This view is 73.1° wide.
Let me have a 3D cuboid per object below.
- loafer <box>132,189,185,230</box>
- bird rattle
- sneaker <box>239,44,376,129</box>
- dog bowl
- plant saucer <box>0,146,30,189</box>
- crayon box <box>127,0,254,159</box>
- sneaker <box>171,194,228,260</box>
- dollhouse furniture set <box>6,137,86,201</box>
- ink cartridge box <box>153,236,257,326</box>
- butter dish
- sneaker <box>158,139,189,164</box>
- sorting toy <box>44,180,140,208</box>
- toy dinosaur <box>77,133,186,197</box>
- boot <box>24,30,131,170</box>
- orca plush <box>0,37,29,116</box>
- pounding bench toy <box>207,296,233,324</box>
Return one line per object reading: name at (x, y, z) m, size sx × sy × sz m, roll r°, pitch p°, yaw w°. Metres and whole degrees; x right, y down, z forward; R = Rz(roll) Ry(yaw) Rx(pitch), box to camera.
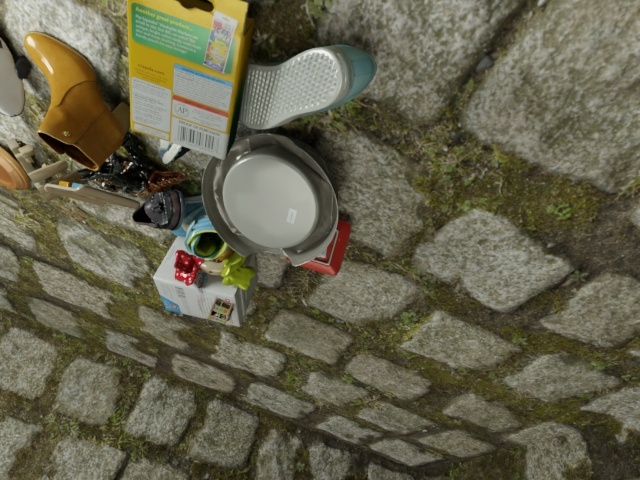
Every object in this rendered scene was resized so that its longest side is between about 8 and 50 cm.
loafer at (-0.467, -0.077, 1.237) m, size 0.095 × 0.109 × 0.302 m, roll -5°, pitch 178°, yaw -32°
bird rattle at (-0.318, 0.057, 1.328) m, size 0.253 × 0.207 × 0.143 m, roll 3°, pitch 133°, yaw 15°
sneaker at (-0.044, -0.304, 0.870) m, size 0.365 × 0.150 × 0.135 m, roll 12°, pitch 117°, yaw 44°
dog bowl at (-0.114, -0.105, 1.075) m, size 0.348 × 0.102 × 0.349 m, roll 8°, pitch 121°, yaw 13°
plant saucer at (-1.008, -0.233, 1.349) m, size 0.199 × 0.037 × 0.200 m, roll 20°, pitch 143°, yaw 16°
crayon box at (-0.246, -0.329, 0.815) m, size 0.202 × 0.083 × 0.323 m, roll 17°, pitch 136°, yaw -6°
sneaker at (-0.362, -0.027, 1.247) m, size 0.318 × 0.208 × 0.127 m, roll -17°, pitch 132°, yaw 35°
dollhouse furniture set at (-0.836, -0.237, 1.320) m, size 0.151 × 0.123 × 0.144 m, roll 41°, pitch 151°, yaw 29°
ink cartridge box at (-0.370, 0.134, 1.447) m, size 0.269 × 0.197 × 0.198 m, roll 12°, pitch 140°, yaw 5°
butter dish at (0.000, 0.000, 1.226) m, size 0.160 × 0.118 × 0.160 m, roll 17°, pitch 98°, yaw 8°
sneaker at (-0.335, -0.300, 1.018) m, size 0.122 × 0.110 × 0.283 m, roll 39°, pitch 131°, yaw -7°
sorting toy at (-0.678, -0.138, 1.290) m, size 0.208 × 0.038 × 0.193 m, roll 5°, pitch 172°, yaw 33°
toy dinosaur at (-0.519, -0.194, 1.193) m, size 0.321 × 0.165 × 0.218 m, roll -14°, pitch 152°, yaw 11°
boot at (-0.587, -0.315, 0.987) m, size 0.104 × 0.211 × 0.295 m, roll -23°, pitch 126°, yaw 38°
orca plush at (-0.809, -0.439, 1.016) m, size 0.102 × 0.151 × 0.287 m, roll 29°, pitch 156°, yaw 39°
pounding bench toy at (-0.309, 0.227, 1.337) m, size 0.065 × 0.052 × 0.083 m, roll 22°, pitch 139°, yaw -8°
